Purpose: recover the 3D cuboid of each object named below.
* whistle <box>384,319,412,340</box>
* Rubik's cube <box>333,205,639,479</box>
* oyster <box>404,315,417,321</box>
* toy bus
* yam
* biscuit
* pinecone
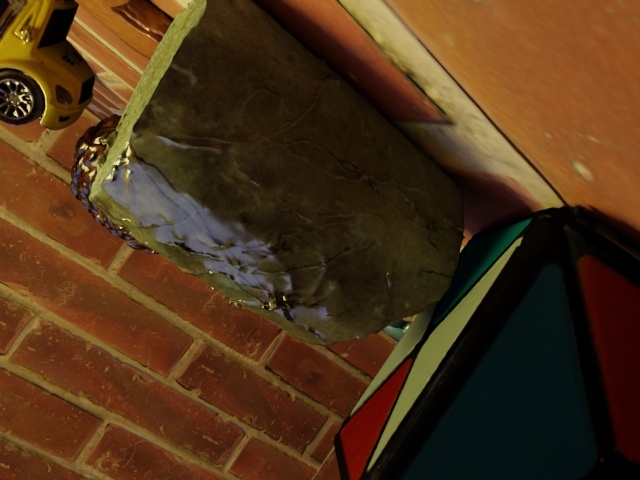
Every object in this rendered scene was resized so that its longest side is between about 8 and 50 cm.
[{"bbox_3d":[0.128,0.127,1.311,0.273,0.093,0.186,31,-164,-24],"label":"whistle"},{"bbox_3d":[0.177,0.146,0.525,0.246,0.248,0.250,36,176,3],"label":"Rubik's cube"},{"bbox_3d":[0.067,0.051,1.103,0.201,0.107,0.354,35,176,-38],"label":"oyster"},{"bbox_3d":[-0.375,-0.267,0.731,0.331,0.151,0.145,38,-166,-17],"label":"toy bus"},{"bbox_3d":[-0.034,-0.040,0.554,0.271,0.202,0.202,30,177,-18],"label":"yam"},{"bbox_3d":[-0.191,-0.226,0.654,0.186,0.036,0.192,27,171,47],"label":"biscuit"},{"bbox_3d":[-0.336,-0.116,1.340,0.295,0.242,0.298,33,154,39],"label":"pinecone"}]
